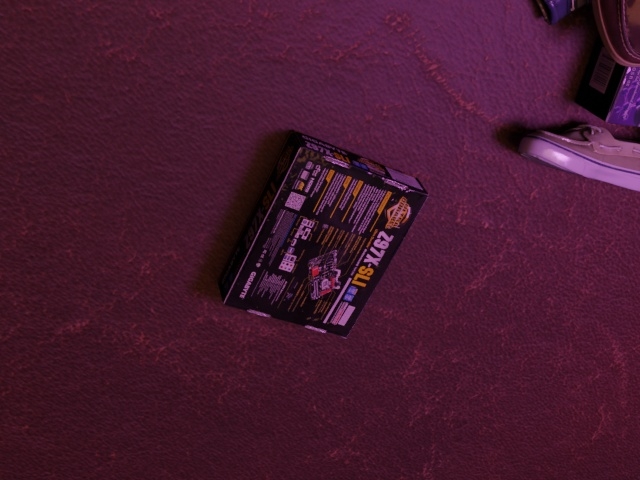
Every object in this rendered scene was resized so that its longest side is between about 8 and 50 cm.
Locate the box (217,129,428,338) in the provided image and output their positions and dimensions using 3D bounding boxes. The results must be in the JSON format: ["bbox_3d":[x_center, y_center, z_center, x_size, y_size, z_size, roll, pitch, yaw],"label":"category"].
[{"bbox_3d":[0.000,0.000,1.355,0.257,0.079,0.322,17,113,-26],"label":"box"}]

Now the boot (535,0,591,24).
[{"bbox_3d":[0.368,-0.433,1.211,0.086,0.069,0.190,-34,124,2],"label":"boot"}]

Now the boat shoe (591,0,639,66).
[{"bbox_3d":[0.495,-0.436,1.156,0.123,0.123,0.342,2,98,-10],"label":"boat shoe"}]

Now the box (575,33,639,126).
[{"bbox_3d":[0.575,-0.280,1.337,0.207,0.108,0.153,3,118,-17],"label":"box"}]

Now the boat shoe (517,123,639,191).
[{"bbox_3d":[0.483,-0.162,1.396,0.302,0.109,0.094,10,101,-30],"label":"boat shoe"}]
